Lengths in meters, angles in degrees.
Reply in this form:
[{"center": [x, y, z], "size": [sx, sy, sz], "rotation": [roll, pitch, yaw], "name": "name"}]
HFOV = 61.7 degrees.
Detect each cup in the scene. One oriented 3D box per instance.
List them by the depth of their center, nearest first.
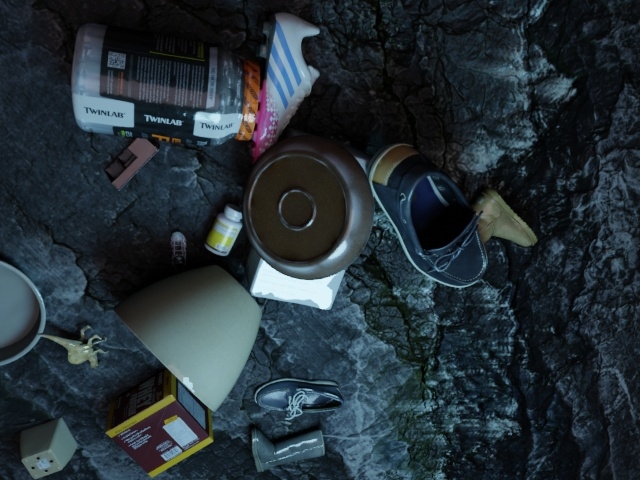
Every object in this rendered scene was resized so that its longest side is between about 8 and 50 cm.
[{"center": [-0.277, 0.197, 1.257], "size": [0.237, 0.331, 0.331], "rotation": [-44, 118, -18], "name": "cup"}]

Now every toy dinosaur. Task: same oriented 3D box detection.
[{"center": [-0.580, 0.256, 1.302], "size": [0.092, 0.053, 0.183], "rotation": [-48, 134, -12], "name": "toy dinosaur"}]

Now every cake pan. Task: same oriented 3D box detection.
[{"center": [-0.783, 0.156, 1.222], "size": [0.293, 0.054, 0.293], "rotation": [-5, 113, -12], "name": "cake pan"}]

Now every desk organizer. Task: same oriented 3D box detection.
[{"center": [-0.419, -0.177, 1.184], "size": [0.130, 0.047, 0.050], "rotation": [-44, 114, 5], "name": "desk organizer"}]

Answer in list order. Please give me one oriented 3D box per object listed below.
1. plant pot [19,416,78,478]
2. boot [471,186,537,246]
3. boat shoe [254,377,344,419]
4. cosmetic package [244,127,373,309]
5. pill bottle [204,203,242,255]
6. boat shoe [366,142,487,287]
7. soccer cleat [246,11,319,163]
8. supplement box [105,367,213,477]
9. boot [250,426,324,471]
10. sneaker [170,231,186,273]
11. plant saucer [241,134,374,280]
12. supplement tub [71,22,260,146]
[{"center": [-0.708, 0.543, 1.381], "size": [0.109, 0.096, 0.109], "rotation": [-17, 115, -7], "name": "plant pot"}, {"center": [0.426, 0.016, 1.473], "size": [0.236, 0.089, 0.269], "rotation": [41, 98, -17], "name": "boot"}, {"center": [-0.058, 0.453, 1.526], "size": [0.255, 0.079, 0.095], "rotation": [7, 110, -18], "name": "boat shoe"}, {"center": [-0.024, -0.049, 1.281], "size": [0.217, 0.156, 0.384], "rotation": [13, 109, -18], "name": "cosmetic package"}, {"center": [-0.227, -0.027, 1.287], "size": [0.065, 0.065, 0.116], "rotation": [23, 105, -22], "name": "pill bottle"}, {"center": [0.283, -0.024, 1.258], "size": [0.187, 0.156, 0.500], "rotation": [-45, 130, -3], "name": "boat shoe"}, {"center": [-0.078, -0.320, 1.175], "size": [0.143, 0.116, 0.331], "rotation": [4, 111, -16], "name": "soccer cleat"}, {"center": [-0.419, 0.474, 1.411], "size": [0.191, 0.129, 0.194], "rotation": [-31, 116, 0], "name": "supplement box"}, {"center": [-0.095, 0.599, 1.580], "size": [0.209, 0.076, 0.189], "rotation": [-10, 129, -3], "name": "boot"}, {"center": [-0.337, 0.033, 1.280], "size": [0.038, 0.069, 0.098], "rotation": [-7, 114, -12], "name": "sneaker"}, {"center": [-0.042, -0.066, 1.124], "size": [0.311, 0.050, 0.310], "rotation": [2, 95, 23], "name": "plant saucer"}, {"center": [-0.302, -0.302, 1.074], "size": [0.338, 0.207, 0.207], "rotation": [5, 111, -16], "name": "supplement tub"}]
